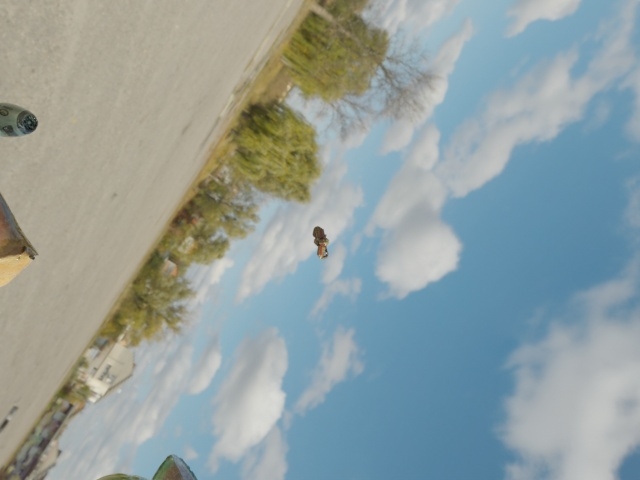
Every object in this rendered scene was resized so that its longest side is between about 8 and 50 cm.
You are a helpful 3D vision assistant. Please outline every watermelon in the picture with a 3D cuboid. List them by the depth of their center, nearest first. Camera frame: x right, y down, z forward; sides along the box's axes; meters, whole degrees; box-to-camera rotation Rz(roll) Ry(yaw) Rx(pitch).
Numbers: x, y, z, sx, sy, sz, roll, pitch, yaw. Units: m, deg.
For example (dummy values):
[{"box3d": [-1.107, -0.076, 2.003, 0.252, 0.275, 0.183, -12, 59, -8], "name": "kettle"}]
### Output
[{"box3d": [-0.234, 0.434, 0.831, 0.231, 0.129, 0.146, 81, -8, -57], "name": "watermelon"}]

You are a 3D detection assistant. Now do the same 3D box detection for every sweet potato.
[{"box3d": [-0.551, -0.084, 0.749, 0.131, 0.336, 0.131, -29, -172, 5], "name": "sweet potato"}]

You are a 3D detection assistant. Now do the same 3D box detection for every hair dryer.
[{"box3d": [-0.871, -0.262, 1.271, 0.267, 0.229, 0.092, -49, 150, -30], "name": "hair dryer"}]

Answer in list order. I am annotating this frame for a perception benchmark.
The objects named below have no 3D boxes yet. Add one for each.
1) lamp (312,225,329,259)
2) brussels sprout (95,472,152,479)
[{"box3d": [0.000, 0.000, 1.308, 0.083, 0.031, 0.063, -118, -145, -45], "name": "lamp"}, {"box3d": [-0.208, 0.320, 0.516, 0.181, 0.162, 0.143, 27, -76, 49], "name": "brussels sprout"}]
